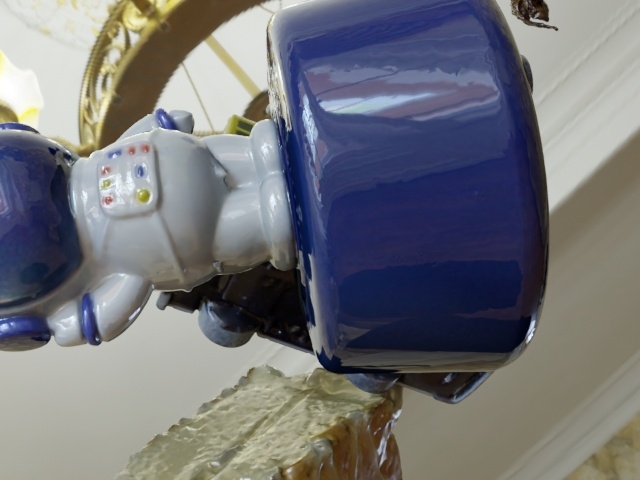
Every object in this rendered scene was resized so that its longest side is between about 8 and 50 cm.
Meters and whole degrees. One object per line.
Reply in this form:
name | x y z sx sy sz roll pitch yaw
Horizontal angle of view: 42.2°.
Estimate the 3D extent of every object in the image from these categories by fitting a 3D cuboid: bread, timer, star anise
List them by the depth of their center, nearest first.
timer | -0.075 -0.020 0.545 0.384 0.270 0.270 -9 -49 -5
bread | -0.057 0.409 1.157 0.371 0.279 0.390 -28 -64 -52
star anise | 0.387 -0.428 1.509 0.070 0.190 0.097 -14 -52 -19

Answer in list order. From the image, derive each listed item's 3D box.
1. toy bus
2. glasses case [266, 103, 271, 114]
toy bus | 0.036 0.029 1.109 0.440 0.249 0.209 20 -50 -12
glasses case | -0.063 -0.255 1.563 0.083 0.021 0.032 -18 -15 -25
